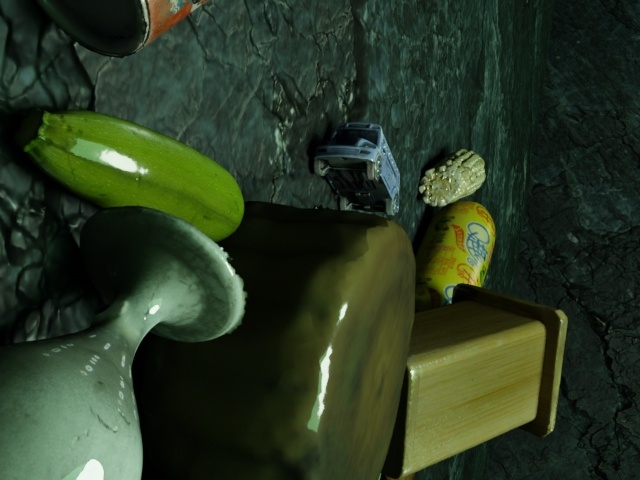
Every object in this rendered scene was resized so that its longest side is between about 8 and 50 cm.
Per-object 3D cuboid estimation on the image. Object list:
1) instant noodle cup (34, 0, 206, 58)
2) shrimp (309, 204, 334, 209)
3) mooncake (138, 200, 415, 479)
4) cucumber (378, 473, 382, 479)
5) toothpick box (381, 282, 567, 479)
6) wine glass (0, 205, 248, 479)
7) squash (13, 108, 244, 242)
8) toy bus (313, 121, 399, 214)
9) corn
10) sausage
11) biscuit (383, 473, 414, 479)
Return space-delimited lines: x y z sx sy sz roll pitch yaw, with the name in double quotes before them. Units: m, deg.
"instant noodle cup" -0.097 -0.181 0.438 0.135 0.127 0.127 -57 148 -33
"shrimp" 0.000 0.000 0.861 0.161 0.034 0.091 79 16 -53
"mooncake" -0.026 0.111 0.645 0.290 0.161 0.290 9 90 -70
"cucumber" 0.077 0.361 1.168 0.034 0.033 0.134 149 -43 -68
"toothpick box" 0.161 0.182 1.011 0.308 0.190 0.187 -7 106 -42
"wine glass" -0.139 0.093 0.403 0.241 0.127 0.126 -64 152 -46
"squash" -0.117 -0.041 0.502 0.201 0.066 0.066 24 75 -61
"toy bus" 0.048 -0.086 0.889 0.167 0.073 0.076 52 46 -66
"corn" 0.238 -0.115 1.349 0.211 0.087 0.087 -25 120 -63
"sausage" 0.214 0.060 1.283 0.123 0.123 0.347 75 32 -45
"biscuit" 0.149 0.374 1.361 0.188 0.027 0.187 6 90 -69
